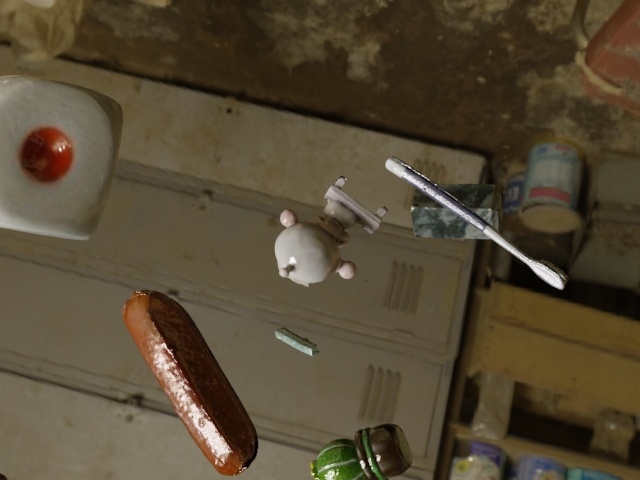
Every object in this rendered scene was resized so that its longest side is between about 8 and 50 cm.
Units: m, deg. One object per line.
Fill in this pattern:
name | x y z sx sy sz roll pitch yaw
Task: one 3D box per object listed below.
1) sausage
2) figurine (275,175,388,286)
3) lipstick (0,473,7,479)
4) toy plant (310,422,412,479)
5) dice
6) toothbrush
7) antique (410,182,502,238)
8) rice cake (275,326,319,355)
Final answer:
sausage | -0.204 0.220 1.241 0.330 0.102 0.102 57 153 7
figurine | 0.007 0.001 1.607 0.182 0.256 0.145 47 155 -18
lipstick | -0.920 0.615 2.042 0.241 0.080 0.080 10 156 33
toy plant | 0.062 0.357 1.273 0.162 0.092 0.093 -22 142 15
dice | -0.585 -0.166 1.649 0.277 0.304 0.304 10 177 -21
toothbrush | 0.201 -0.029 1.022 0.288 0.026 0.024 37 123 20
antique | 0.291 -0.062 1.652 0.183 0.086 0.088 3 134 18
rice cake | -0.066 0.291 2.262 0.180 0.042 0.030 20 123 49
